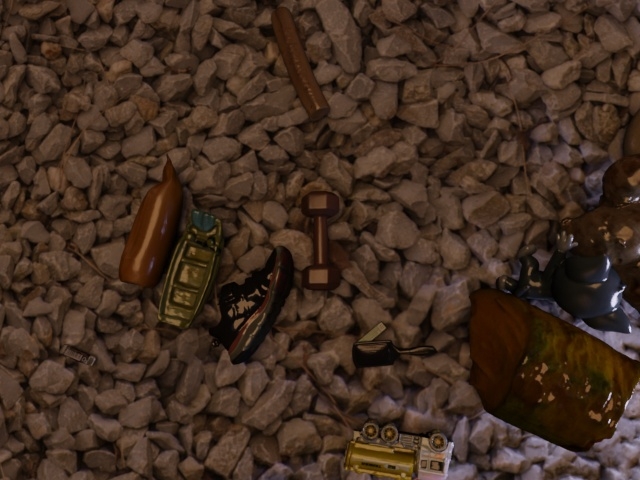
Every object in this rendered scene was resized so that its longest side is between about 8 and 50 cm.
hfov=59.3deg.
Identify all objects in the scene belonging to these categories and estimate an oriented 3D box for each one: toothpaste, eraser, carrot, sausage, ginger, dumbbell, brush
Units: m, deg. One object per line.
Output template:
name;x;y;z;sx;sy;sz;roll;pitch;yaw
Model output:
toothpaste;0.114;0.219;1.292;0.083;0.017;0.020;-40;82;1
eraser;-0.593;0.280;1.373;0.099;0.019;0.027;19;70;9
carrot;0.435;0.262;1.134;0.340;0.241;0.242;26;86;8
sausage;-0.392;-0.045;1.346;0.112;0.112;0.328;15;84;9
ginger;0.666;0.020;1.164;0.256;0.176;0.375;-33;86;22
dumbbell;0.000;0.000;1.304;0.082;0.092;0.231;3;82;-21
brush;0.168;0.254;1.275;0.193;0.016;0.063;-5;104;1
sausage;-0.056;-0.439;1.384;0.065;0.066;0.301;-22;78;4

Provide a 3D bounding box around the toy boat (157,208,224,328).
toy boat;-0.301;0.068;1.337;0.111;0.084;0.276;16;87;6

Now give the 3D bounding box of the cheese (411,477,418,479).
cheese;0.241;0.582;1.214;0.095;0.038;0.145;-25;80;4

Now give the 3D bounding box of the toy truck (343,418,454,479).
toy truck;0.167;0.455;1.210;0.226;0.098;0.114;6;77;8

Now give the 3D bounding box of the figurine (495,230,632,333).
figurine;0.487;0.080;1.156;0.265;0.140;0.193;-2;117;31

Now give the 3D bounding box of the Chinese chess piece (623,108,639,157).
Chinese chess piece;0.796;-0.209;1.223;0.249;0.103;0.250;-1;80;6

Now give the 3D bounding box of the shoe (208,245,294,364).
shoe;-0.162;0.136;1.297;0.137;0.114;0.291;29;90;16
